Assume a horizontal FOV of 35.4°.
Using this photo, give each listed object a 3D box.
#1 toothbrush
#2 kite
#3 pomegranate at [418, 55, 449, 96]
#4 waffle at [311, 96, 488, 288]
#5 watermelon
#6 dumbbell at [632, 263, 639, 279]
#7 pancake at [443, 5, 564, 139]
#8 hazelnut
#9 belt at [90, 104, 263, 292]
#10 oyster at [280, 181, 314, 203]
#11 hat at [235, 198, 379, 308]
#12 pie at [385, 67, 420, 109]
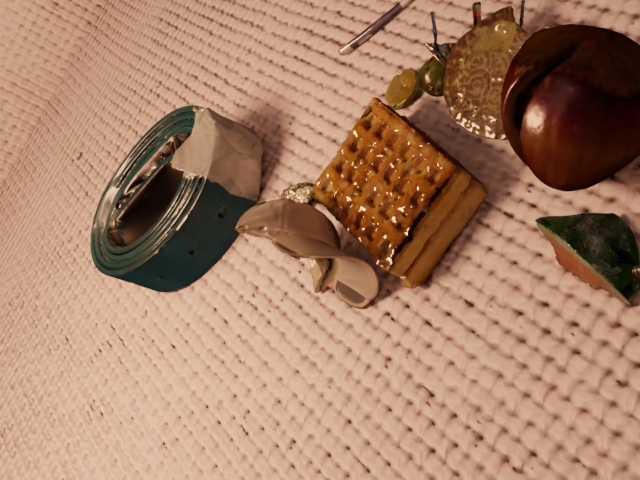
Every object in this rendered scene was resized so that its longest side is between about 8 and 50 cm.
[{"bbox_3d":[0.140,-0.434,1.909,0.288,0.024,0.026,-34,59,33],"label":"toothbrush"},{"bbox_3d":[0.255,-0.315,1.637,0.182,0.010,0.160,-2,80,22],"label":"kite"},{"bbox_3d":[0.204,-0.279,1.701,0.073,0.084,0.073,6,106,22],"label":"pomegranate"},{"bbox_3d":[0.122,-0.081,1.652,0.213,0.091,0.308,-56,35,11],"label":"waffle"},{"bbox_3d":[0.370,0.019,1.320,0.101,0.080,0.155,-25,36,-7],"label":"watermelon"},{"bbox_3d":[0.468,0.014,1.156,0.254,0.110,0.110,-18,55,51],"label":"dumbbell"},{"bbox_3d":[0.290,-0.259,1.563,0.235,0.029,0.212,41,104,39],"label":"pancake"},{"bbox_3d":[0.349,-0.181,1.356,0.217,0.217,0.252,-46,29,22],"label":"hazelnut"},{"bbox_3d":[-0.302,-0.081,2.110,0.436,0.173,0.300,-47,47,26],"label":"belt"},{"bbox_3d":[-0.052,-0.072,1.904,0.100,0.037,0.098,-60,35,5],"label":"oyster"},{"bbox_3d":[0.000,0.000,1.664,0.225,0.219,0.164,-5,57,40],"label":"hat"},{"bbox_3d":[0.148,-0.269,1.795,0.084,0.020,0.084,-32,44,38],"label":"pie"}]
